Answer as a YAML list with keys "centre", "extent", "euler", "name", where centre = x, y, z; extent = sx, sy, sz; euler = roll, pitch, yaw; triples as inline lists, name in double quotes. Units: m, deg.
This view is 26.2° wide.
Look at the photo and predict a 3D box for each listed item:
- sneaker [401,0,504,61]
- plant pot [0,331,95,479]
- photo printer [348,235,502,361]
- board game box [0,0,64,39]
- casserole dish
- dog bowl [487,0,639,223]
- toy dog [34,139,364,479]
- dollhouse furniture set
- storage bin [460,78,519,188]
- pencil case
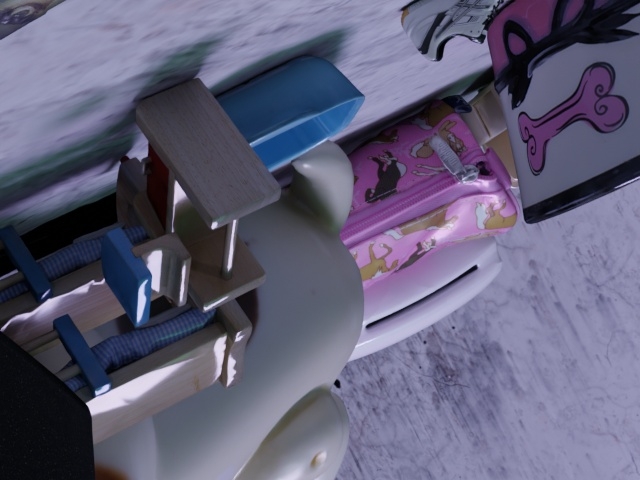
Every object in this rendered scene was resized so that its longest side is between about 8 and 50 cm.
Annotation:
- centre: [0.086, -0.127, 0.746]
  extent: [0.083, 0.037, 0.032]
  euler: [-29, 176, 19]
  name: "sneaker"
- centre: [-0.198, 0.130, 0.581]
  extent: [0.188, 0.187, 0.167]
  euler: [-27, 147, 31]
  name: "plant pot"
- centre: [0.046, 0.022, 1.570]
  extent: [0.256, 0.107, 0.307]
  euler: [-27, -154, -13]
  name: "photo printer"
- centre: [-0.045, -0.080, 0.235]
  extent: [0.126, 0.026, 0.186]
  euler: [-28, 178, 9]
  name: "board game box"
- centre: [-0.036, -0.064, 0.793]
  extent: [0.114, 0.037, 0.188]
  euler: [-27, 179, -4]
  name: "casserole dish"
- centre: [0.300, -0.166, 0.988]
  extent: [0.408, 0.150, 0.408]
  euler: [-26, 179, 0]
  name: "dog bowl"
- centre: [-0.138, 0.121, 0.933]
  extent: [0.395, 0.284, 0.408]
  euler: [-43, 171, 30]
  name: "toy dog"
- centre: [-0.117, 0.005, 0.689]
  extent: [0.129, 0.129, 0.183]
  euler: [-26, 154, -24]
  name: "dollhouse furniture set"
- centre: [0.300, -0.167, 1.436]
  extent: [0.260, 0.123, 0.262]
  euler: [-27, 179, -7]
  name: "storage bin"
- centre: [0.000, 0.000, 1.361]
  extent: [0.386, 0.160, 0.167]
  euler: [-26, 141, -10]
  name: "pencil case"
